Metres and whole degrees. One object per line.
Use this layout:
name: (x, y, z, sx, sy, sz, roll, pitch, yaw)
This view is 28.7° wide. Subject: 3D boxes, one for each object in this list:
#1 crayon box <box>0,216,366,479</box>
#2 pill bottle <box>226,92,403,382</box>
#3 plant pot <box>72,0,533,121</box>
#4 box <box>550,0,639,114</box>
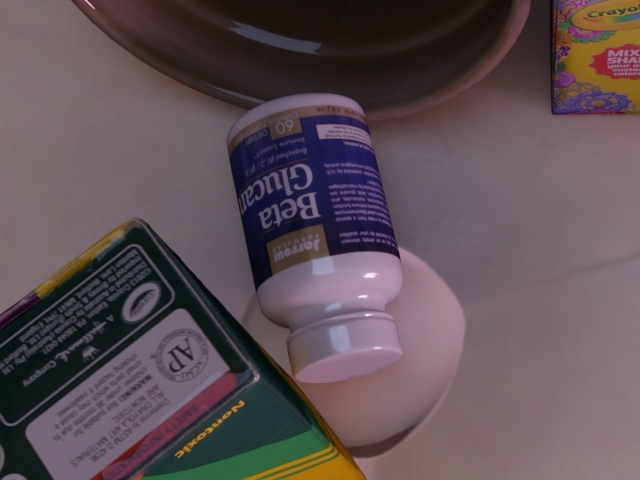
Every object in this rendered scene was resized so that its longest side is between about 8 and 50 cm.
crayon box: (-0.163, 0.182, 0.647, 0.363, 0.313, 0.106, -38, 68, -3)
pill bottle: (0.000, 0.000, 0.793, 0.094, 0.094, 0.169, -15, 70, 5)
plant pot: (0.003, -0.281, 0.799, 0.323, 0.323, 0.280, 10, 57, 13)
box: (0.289, -0.239, 0.777, 0.290, 0.177, 0.279, 1, 72, 10)
